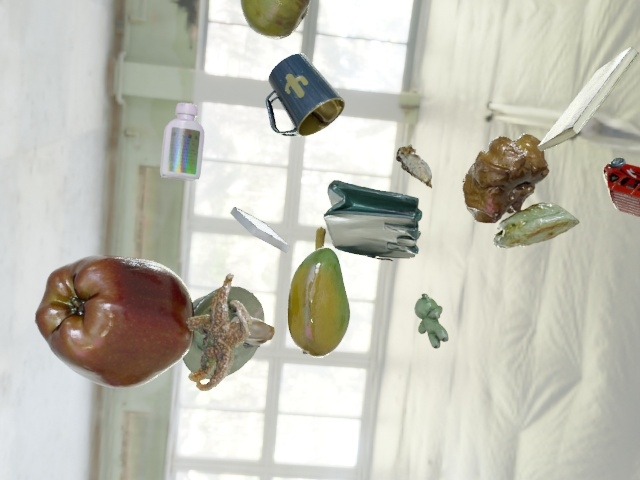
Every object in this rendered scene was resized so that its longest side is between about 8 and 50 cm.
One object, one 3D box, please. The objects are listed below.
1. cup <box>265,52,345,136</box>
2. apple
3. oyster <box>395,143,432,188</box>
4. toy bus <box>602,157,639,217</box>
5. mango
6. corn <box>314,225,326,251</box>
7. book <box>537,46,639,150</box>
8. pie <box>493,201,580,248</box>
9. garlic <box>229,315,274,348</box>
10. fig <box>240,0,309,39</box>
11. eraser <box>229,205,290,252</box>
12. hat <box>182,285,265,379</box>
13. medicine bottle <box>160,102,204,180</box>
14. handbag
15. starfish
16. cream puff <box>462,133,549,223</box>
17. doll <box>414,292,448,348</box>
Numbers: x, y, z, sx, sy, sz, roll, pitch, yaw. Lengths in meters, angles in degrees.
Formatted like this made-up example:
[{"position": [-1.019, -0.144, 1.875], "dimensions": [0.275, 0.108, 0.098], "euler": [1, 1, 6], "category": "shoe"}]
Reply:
[{"position": [-0.054, -0.330, 1.786], "dimensions": [0.155, 0.176, 0.131], "euler": [58, 11, 16], "category": "cup"}, {"position": [-0.429, 0.168, 1.630], "dimensions": [0.316, 0.288, 0.288], "euler": [33, 53, -51], "category": "apple"}, {"position": [0.236, -0.178, 1.917], "dimensions": [0.029, 0.086, 0.132], "euler": [-20, -80, 48], "category": "oyster"}, {"position": [0.651, -0.102, 1.581], "dimensions": [0.081, 0.089, 0.195], "euler": [60, -12, -28], "category": "toy bus"}, {"position": [-0.002, 0.142, 1.720], "dimensions": [0.114, 0.156, 0.251], "euler": [33, -50, 51], "category": "mango"}, {"position": [0.000, 0.000, 2.036], "dimensions": [0.027, 0.028, 0.083], "euler": [105, -9, -68], "category": "corn"}, {"position": [0.556, -0.291, 1.605], "dimensions": [0.228, 0.024, 0.160], "euler": [-51, -177, -12], "category": "book"}, {"position": [0.499, -0.037, 1.801], "dimensions": [0.248, 0.200, 0.090], "euler": [-2, 77, -76], "category": "pie"}, {"position": [-0.171, 0.200, 1.757], "dimensions": [0.084, 0.152, 0.066], "euler": [-28, -123, 32], "category": "garlic"}, {"position": [-0.075, -0.427, 1.353], "dimensions": [0.153, 0.120, 0.136], "euler": [78, 32, -49], "category": "fig"}, {"position": [-0.140, -0.026, 1.780], "dimensions": [0.023, 0.103, 0.150], "euler": [-57, -144, 5], "category": "eraser"}, {"position": [-0.280, 0.215, 1.973], "dimensions": [0.130, 0.257, 0.257], "euler": [26, -64, 44], "category": "hat"}, {"position": [-0.399, -0.287, 2.234], "dimensions": [0.078, 0.115, 0.219], "euler": [176, -81, -72], "category": "medicine bottle"}, {"position": [0.134, -0.036, 1.922], "dimensions": [0.326, 0.238, 0.090], "euler": [72, 29, -70], "category": "handbag"}, {"position": [-0.174, 0.159, 1.337], "dimensions": [0.053, 0.150, 0.210], "euler": [6, 93, -56], "category": "starfish"}, {"position": [0.481, -0.163, 2.038], "dimensions": [0.155, 0.241, 0.269], "euler": [46, -59, 40], "category": "cream puff"}, {"position": [0.309, 0.222, 2.113], "dimensions": [0.115, 0.077, 0.151], "euler": [118, -40, -52], "category": "doll"}]
